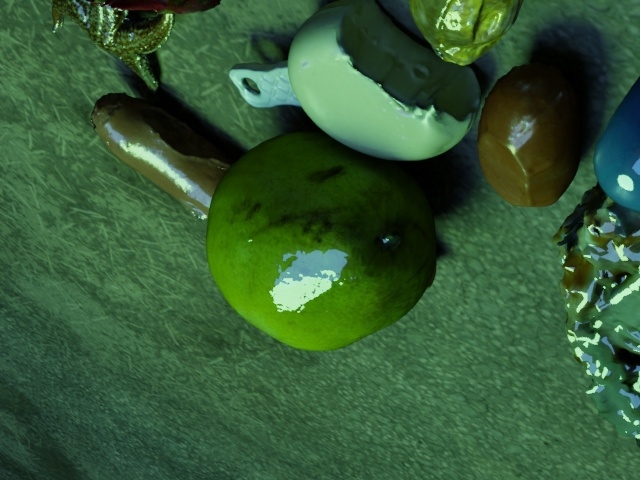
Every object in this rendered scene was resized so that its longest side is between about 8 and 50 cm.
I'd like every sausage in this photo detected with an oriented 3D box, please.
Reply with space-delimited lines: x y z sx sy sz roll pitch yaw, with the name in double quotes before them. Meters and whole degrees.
"sausage" -0.101 -0.050 1.587 0.326 0.079 0.087 35 178 -2
"sausage" 0.172 -0.080 1.236 0.089 0.089 0.179 25 160 19

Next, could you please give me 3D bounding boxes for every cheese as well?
"cheese" 0.026 -0.126 1.335 0.163 0.071 0.249 44 151 -15

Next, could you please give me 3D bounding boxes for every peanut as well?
"peanut" 0.114 -0.210 1.096 0.087 0.087 0.207 29 149 12

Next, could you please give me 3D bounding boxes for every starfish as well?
"starfish" -0.204 -0.210 1.476 0.213 0.057 0.238 23 150 37

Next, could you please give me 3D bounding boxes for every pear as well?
"pear" 0.000 0.000 1.418 0.212 0.212 0.269 46 154 -19

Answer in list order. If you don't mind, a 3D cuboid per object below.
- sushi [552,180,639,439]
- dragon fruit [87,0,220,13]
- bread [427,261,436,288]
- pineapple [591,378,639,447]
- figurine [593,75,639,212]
"sushi" 0.365 0.075 1.165 0.417 0.176 0.417 27 151 16
"dragon fruit" -0.147 -0.263 1.295 0.153 0.153 0.111 22 116 24
"bread" 0.081 0.030 1.540 0.103 0.049 0.062 -29 79 61
"pineapple" 0.394 0.244 1.395 0.362 0.202 0.202 43 153 5
"figurine" 0.267 -0.215 0.798 0.298 0.243 0.416 35 124 21
